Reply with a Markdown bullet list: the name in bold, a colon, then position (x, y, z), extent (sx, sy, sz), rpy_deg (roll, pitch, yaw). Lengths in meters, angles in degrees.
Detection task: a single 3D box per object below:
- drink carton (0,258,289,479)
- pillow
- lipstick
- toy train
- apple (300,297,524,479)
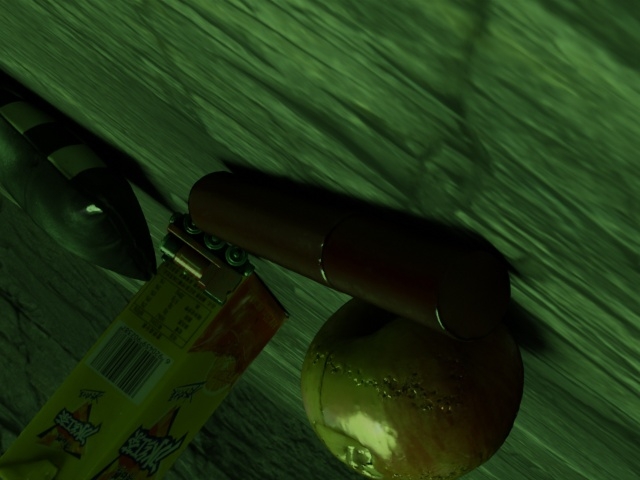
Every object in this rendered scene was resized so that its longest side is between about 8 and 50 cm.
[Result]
- **drink carton**: position (-0.201, 0.175, 1.413), extent (0.111, 0.351, 0.154), rpy_deg (32, 167, 28)
- **pillow**: position (-0.291, -0.066, 1.355), extent (0.250, 0.106, 0.186), rpy_deg (40, 166, 26)
- **lipstick**: position (0.000, 0.000, 0.827), extent (0.057, 0.057, 0.356), rpy_deg (44, 168, -28)
- **toy train**: position (-0.121, 0.015, 1.260), extent (0.103, 0.064, 0.044), rpy_deg (38, 171, 0)
- **apple**: position (0.064, 0.096, 0.798), extent (0.146, 0.146, 0.146), rpy_deg (36, 169, 8)
